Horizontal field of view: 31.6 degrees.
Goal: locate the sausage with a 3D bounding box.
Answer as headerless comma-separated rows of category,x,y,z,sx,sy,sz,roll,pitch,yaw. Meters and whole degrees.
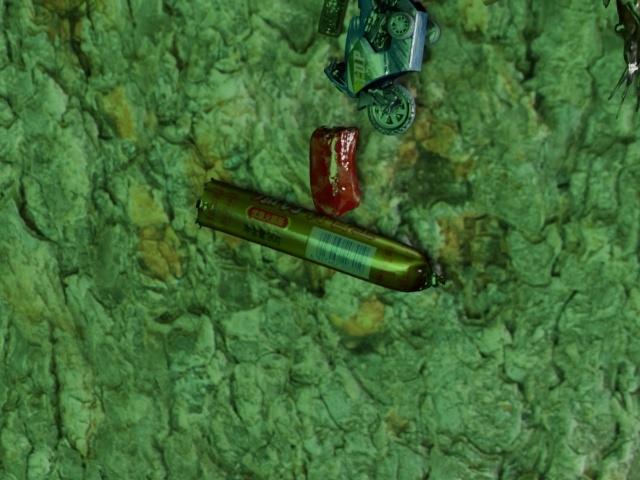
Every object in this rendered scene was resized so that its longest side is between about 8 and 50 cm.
sausage,0.000,0.000,1.587,0.371,0.082,0.082,18,112,15

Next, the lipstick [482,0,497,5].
lipstick,0.247,-0.320,1.421,0.094,0.019,0.019,-20,98,26

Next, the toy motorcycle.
toy motorcycle,0.074,-0.268,1.470,0.135,0.092,0.255,13,102,28

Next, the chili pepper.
chili pepper,0.020,-0.094,1.556,0.073,0.070,0.123,-4,103,5

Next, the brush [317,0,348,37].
brush,0.029,-0.361,1.491,0.034,0.027,0.191,20,112,13

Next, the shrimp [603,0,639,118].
shrimp,0.403,-0.291,1.316,0.145,0.116,0.343,38,134,46
